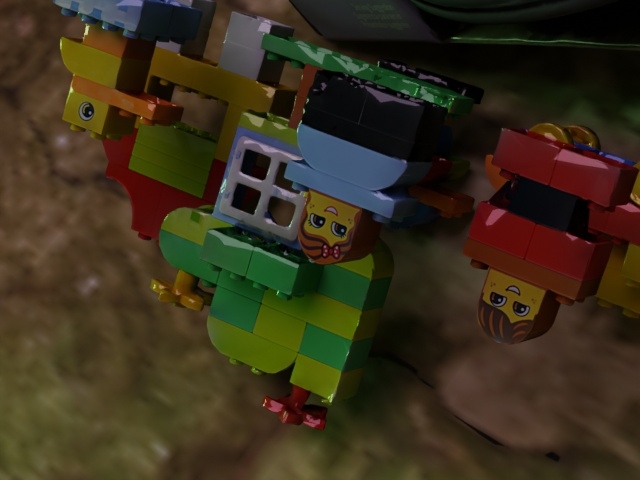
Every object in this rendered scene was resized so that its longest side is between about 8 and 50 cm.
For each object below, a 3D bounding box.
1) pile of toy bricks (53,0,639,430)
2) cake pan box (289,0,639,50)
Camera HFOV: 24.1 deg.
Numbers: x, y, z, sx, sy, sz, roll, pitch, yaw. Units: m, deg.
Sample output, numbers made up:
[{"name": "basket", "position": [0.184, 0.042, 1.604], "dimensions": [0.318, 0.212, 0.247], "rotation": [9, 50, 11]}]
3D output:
[{"name": "pile of toy bricks", "position": [0.000, 0.000, 0.432], "dimensions": [0.212, 0.118, 0.105], "rotation": [22, 102, 26]}, {"name": "cake pan box", "position": [0.117, -0.164, 0.445], "dimensions": [0.267, 0.070, 0.246], "rotation": [-53, 29, -13]}]
